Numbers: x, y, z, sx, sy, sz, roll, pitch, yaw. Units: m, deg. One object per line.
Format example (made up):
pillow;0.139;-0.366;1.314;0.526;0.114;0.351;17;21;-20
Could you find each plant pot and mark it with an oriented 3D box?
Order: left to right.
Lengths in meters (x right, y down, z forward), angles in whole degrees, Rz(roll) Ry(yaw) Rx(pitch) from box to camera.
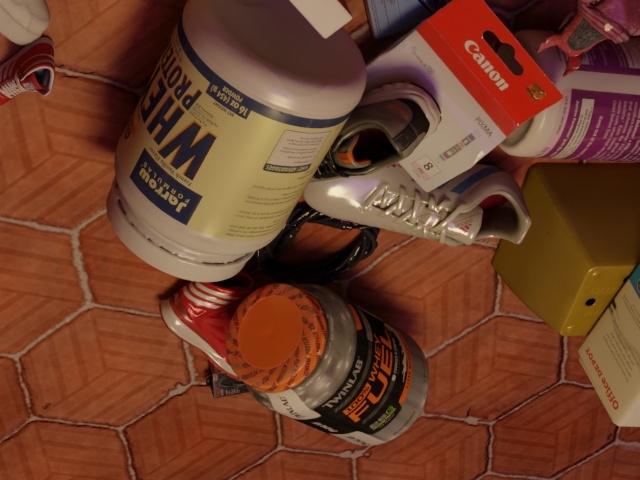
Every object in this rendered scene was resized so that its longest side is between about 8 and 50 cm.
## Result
plant pot;0.406;0.026;2.158;0.212;0.187;0.212;-1;134;-19

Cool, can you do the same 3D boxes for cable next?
cable;0.000;0.000;2.097;0.184;0.047;0.150;-23;132;7

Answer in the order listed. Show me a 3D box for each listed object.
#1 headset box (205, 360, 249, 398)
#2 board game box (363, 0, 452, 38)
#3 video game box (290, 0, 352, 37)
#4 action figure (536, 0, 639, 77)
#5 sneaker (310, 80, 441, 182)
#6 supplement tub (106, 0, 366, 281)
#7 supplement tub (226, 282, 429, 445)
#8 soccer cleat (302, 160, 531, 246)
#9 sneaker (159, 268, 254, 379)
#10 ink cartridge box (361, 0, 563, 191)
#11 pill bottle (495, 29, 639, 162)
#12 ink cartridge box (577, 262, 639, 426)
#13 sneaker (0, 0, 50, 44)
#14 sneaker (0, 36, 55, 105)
headset box;-0.138;0.210;2.259;0.083;0.032;0.062;-10;136;-12
board game box;0.107;-0.378;1.763;0.145;0.027;0.281;-17;137;-1
video game box;-0.058;-0.347;1.619;0.048;0.187;0.205;-33;136;14
action figure;0.407;-0.343;1.747;0.248;0.276;0.370;18;111;-40
sneaker;0.023;-0.124;1.860;0.271;0.108;0.100;-16;118;40
supplement tub;-0.112;-0.131;1.780;0.235;0.235;0.325;11;128;-29
supplement tub;0.010;0.179;2.127;0.193;0.193;0.316;-36;146;17
soccer cleat;0.142;-0.056;2.009;0.331;0.143;0.116;1;127;-22
sneaker;-0.120;0.122;2.140;0.128;0.087;0.221;-38;135;20
ink cartridge box;0.159;-0.184;1.842;0.189;0.066;0.232;47;138;-12
pill bottle;0.389;-0.190;1.948;0.301;0.169;0.169;2;133;-21
ink cartridge box;0.469;0.145;2.055;0.086;0.148;0.203;5;132;-26
sneaker;-0.327;-0.349;1.578;0.169;0.108;0.292;-22;136;7
sneaker;-0.364;-0.188;1.754;0.118;0.067;0.042;-40;133;21
